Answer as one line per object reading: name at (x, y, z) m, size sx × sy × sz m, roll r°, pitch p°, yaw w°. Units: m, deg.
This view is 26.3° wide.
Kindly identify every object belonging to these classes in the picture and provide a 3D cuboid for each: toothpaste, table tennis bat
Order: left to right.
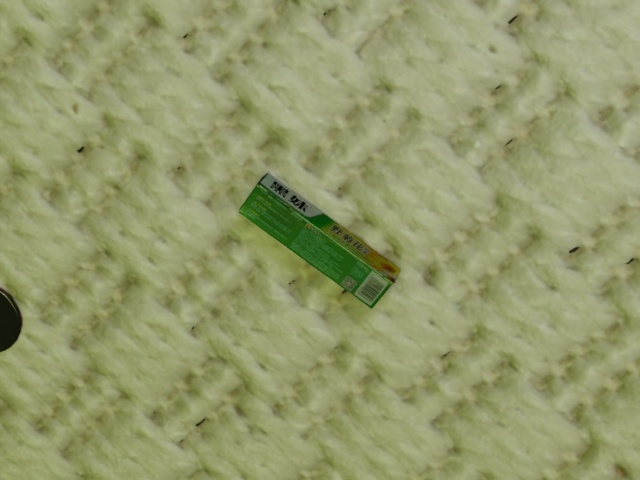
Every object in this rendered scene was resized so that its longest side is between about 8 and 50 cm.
table tennis bat at (-0.426, 0.082, 1.610) m, size 0.158 × 0.014 × 0.095 m, roll 15°, pitch 116°, yaw 7°
toothpaste at (0.000, 0.000, 1.448) m, size 0.178 × 0.037 × 0.043 m, roll 36°, pitch 120°, yaw -1°
